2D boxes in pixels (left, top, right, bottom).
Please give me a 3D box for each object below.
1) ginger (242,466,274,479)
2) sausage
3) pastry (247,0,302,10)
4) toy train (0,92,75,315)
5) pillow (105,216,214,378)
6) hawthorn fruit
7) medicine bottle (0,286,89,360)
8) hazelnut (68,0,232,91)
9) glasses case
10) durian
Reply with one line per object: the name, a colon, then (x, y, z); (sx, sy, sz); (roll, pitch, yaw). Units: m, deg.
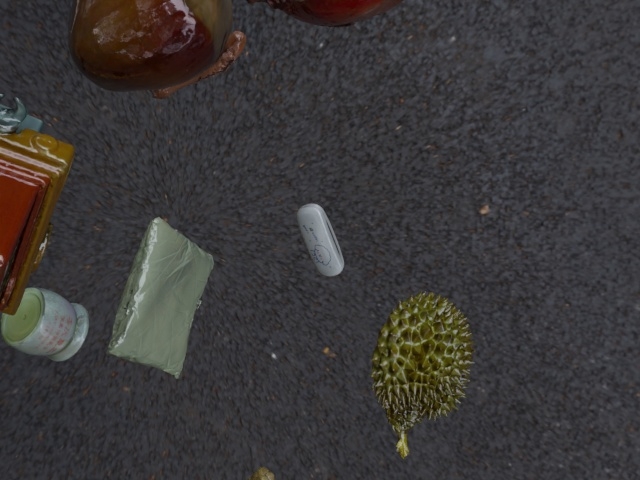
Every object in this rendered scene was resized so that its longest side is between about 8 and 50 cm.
ginger: (-0.094, 0.557, 1.415); (0.157, 0.102, 0.216); (-36, 75, 31)
sausage: (-0.306, -0.436, 1.807); (0.304, 0.078, 0.078); (-19, 95, 23)
pastry: (-0.015, -0.272, 0.669); (0.097, 0.208, 0.115); (-57, 140, -39)
toy train: (-0.398, -0.012, 0.821); (0.163, 0.369, 0.232); (22, 45, -18)
pillow: (-0.322, 0.123, 1.479); (0.076, 0.274, 0.281); (10, 74, 19)
hawthorn fruit: (0.006, -0.337, 0.874); (0.235, 0.181, 0.181); (-18, 95, 21)
medicine bottle: (-0.623, 0.191, 1.642); (0.147, 0.147, 0.143); (-57, 143, -5)
hazelnut: (-0.358, -0.470, 1.525); (0.365, 0.366, 0.366); (0, 91, -11)
glasses case: (0.000, 0.000, 1.818); (0.076, 0.049, 0.197); (-10, 111, 29)
durian: (0.124, 0.164, 0.883); (0.146, 0.102, 0.208); (22, 82, -38)
